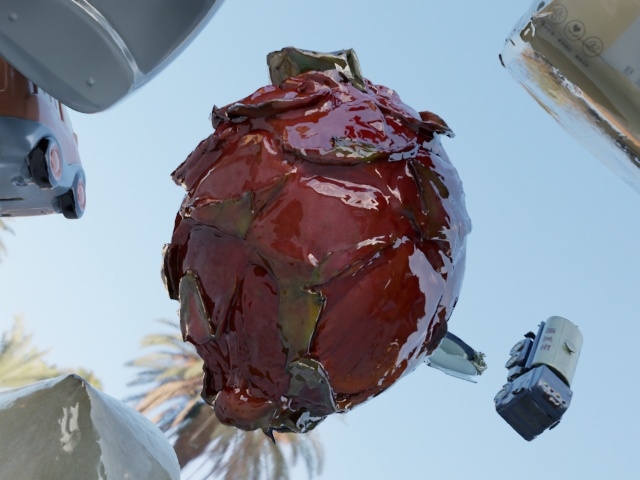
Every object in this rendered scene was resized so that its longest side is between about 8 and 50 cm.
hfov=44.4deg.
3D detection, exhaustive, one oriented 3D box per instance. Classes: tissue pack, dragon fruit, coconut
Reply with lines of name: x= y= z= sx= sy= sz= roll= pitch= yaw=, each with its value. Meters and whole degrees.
tissue pack: x=0.242 y=-0.110 z=0.599 sx=0.222 sy=0.090 sz=0.186 roll=44 pitch=5 yaw=2
tissue pack: x=-0.235 y=-0.326 z=0.936 sx=0.229 sy=0.333 sz=0.236 roll=41 pitch=10 yaw=-22
dragon fruit: x=0.000 y=0.000 z=0.701 sx=0.277 sy=0.277 sz=0.342 roll=-3 pitch=-97 yaw=46
coconut: x=-0.315 y=0.291 z=0.902 sx=0.329 sy=0.329 sz=0.328 roll=26 pitch=-44 yaw=27

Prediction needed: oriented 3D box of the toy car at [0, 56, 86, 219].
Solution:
toy car: x=-0.421 y=-0.143 z=1.043 sx=0.270 sy=0.181 sz=0.212 roll=95 pitch=-9 yaw=-74

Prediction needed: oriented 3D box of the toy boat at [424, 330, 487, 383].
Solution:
toy boat: x=0.176 y=0.165 z=1.193 sx=0.221 sy=0.067 sz=0.291 roll=26 pitch=-1 yaw=-4

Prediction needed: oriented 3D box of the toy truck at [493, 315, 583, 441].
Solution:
toy truck: x=0.296 y=0.173 z=1.030 sx=0.074 sy=0.201 sz=0.088 roll=45 pitch=-54 yaw=-1
